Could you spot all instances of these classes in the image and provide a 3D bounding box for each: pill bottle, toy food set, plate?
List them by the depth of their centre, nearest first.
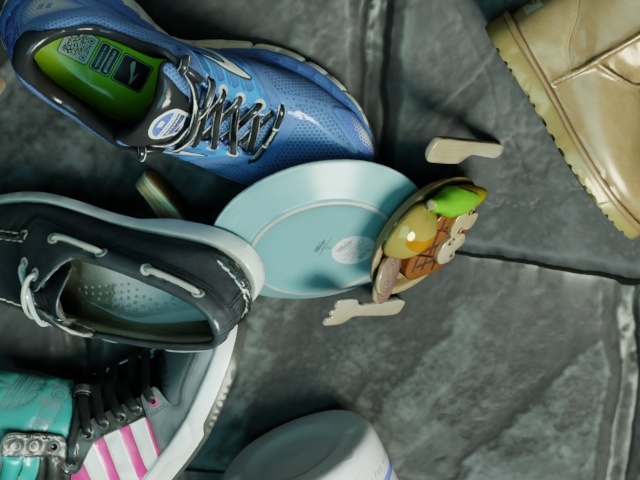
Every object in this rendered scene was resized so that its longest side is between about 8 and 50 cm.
[{"bbox_3d":[0.091,0.002,1.527,0.038,0.132,0.192,42,114,27],"label":"toy food set"},{"bbox_3d":[0.000,0.000,1.531,0.188,0.024,0.188,-8,142,-6],"label":"plate"},{"bbox_3d":[0.029,0.304,1.641,0.152,0.152,0.272,-21,110,12],"label":"pill bottle"}]

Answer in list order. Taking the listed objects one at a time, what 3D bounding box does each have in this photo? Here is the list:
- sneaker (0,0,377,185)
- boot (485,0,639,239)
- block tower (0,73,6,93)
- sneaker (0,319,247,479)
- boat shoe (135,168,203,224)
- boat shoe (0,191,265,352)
[{"bbox_3d":[-0.109,-0.104,1.470,0.330,0.147,0.130,20,114,-13],"label":"sneaker"},{"bbox_3d":[0.302,-0.156,1.464,0.269,0.089,0.236,-31,109,14],"label":"boot"},{"bbox_3d":[-0.371,-0.246,1.457,0.097,0.091,0.335,-19,111,12],"label":"block tower"},{"bbox_3d":[-0.204,0.145,1.608,0.178,0.124,0.295,26,114,-19],"label":"sneaker"},{"bbox_3d":[-0.122,0.000,1.573,0.045,0.050,0.135,-33,108,10],"label":"boat shoe"},{"bbox_3d":[-0.200,0.031,1.527,0.302,0.091,0.114,2,128,24],"label":"boat shoe"}]
